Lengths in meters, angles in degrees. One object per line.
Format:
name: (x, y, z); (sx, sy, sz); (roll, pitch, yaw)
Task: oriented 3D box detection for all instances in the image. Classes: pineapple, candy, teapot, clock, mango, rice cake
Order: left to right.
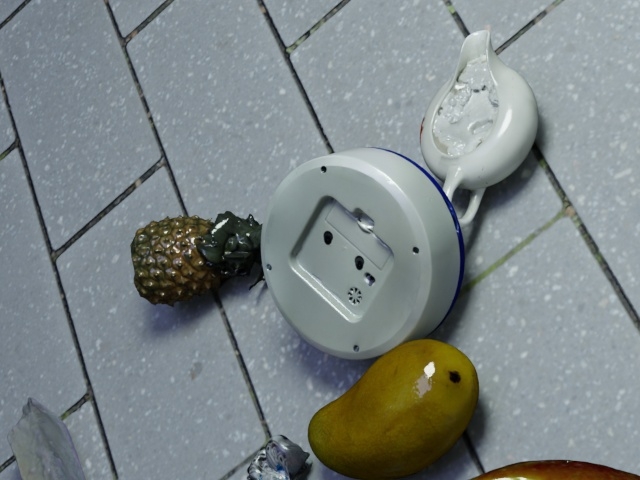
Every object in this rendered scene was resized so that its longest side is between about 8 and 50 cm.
rice cake: (-0.302, 0.355, 2.053); (0.064, 0.070, 0.399); (-43, 45, 15)
pineapple: (-0.112, 0.013, 2.068); (0.251, 0.125, 0.125); (-12, 59, 24)
candy: (-0.022, 0.307, 1.855); (0.094, 0.051, 0.226); (-53, 41, 19)
clock: (0.043, 0.014, 1.863); (0.230, 0.083, 0.230); (7, 103, 33)
mango: (0.077, 0.187, 1.802); (0.227, 0.099, 0.136); (-30, 54, 35)
teapot: (0.177, -0.116, 1.888); (0.145, 0.092, 0.226); (-5, 65, 42)

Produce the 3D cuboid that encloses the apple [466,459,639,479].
apple: (0.188, 0.379, 1.401); (0.384, 0.374, 0.374); (-43, 43, 36)
